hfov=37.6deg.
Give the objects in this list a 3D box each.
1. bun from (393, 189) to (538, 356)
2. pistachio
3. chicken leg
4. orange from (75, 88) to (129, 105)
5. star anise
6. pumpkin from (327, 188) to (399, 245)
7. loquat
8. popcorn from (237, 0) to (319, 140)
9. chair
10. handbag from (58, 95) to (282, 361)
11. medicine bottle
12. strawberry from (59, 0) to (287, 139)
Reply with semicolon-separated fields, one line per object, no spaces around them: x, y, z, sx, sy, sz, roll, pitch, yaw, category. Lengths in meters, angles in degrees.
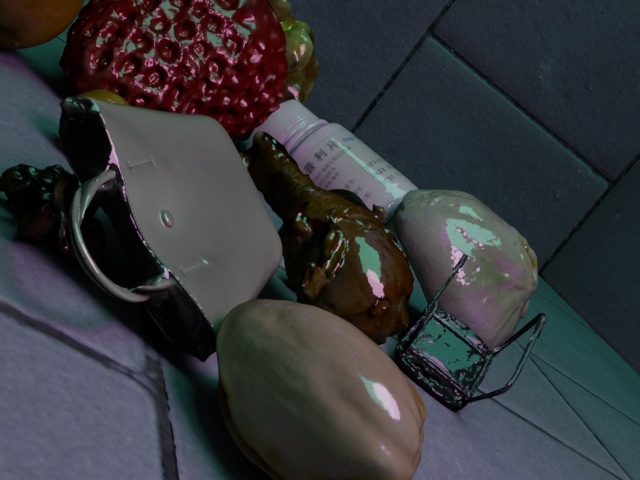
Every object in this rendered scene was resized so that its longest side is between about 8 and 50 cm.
0.241;0.040;1.467;0.293;0.187;0.293;62;7;-13;bun
-0.005;0.126;0.721;0.144;0.144;0.215;26;6;-47;pistachio
0.014;0.008;1.108;0.212;0.140;0.361;61;1;-31;chicken leg
-0.254;-0.129;1.082;0.085;0.085;0.095;25;24;-48;orange
-0.222;-0.021;0.795;0.097;0.070;0.191;34;14;-30;star anise
0.046;-0.003;1.405;0.167;0.125;0.167;33;31;-23;pumpkin
-0.407;-0.356;1.222;0.213;0.213;0.213;36;11;-8;loquat
-0.145;-0.334;1.733;0.274;0.279;0.335;65;2;27;popcorn
0.171;0.150;1.258;0.140;0.221;0.145;39;54;3;chair
-0.130;-0.021;0.837;0.241;0.109;0.315;61;8;-1;handbag
0.020;-0.107;1.628;0.293;0.170;0.170;42;12;18;medicine bottle
-0.219;-0.275;1.357;0.318;0.295;0.345;71;24;-14;strawberry
